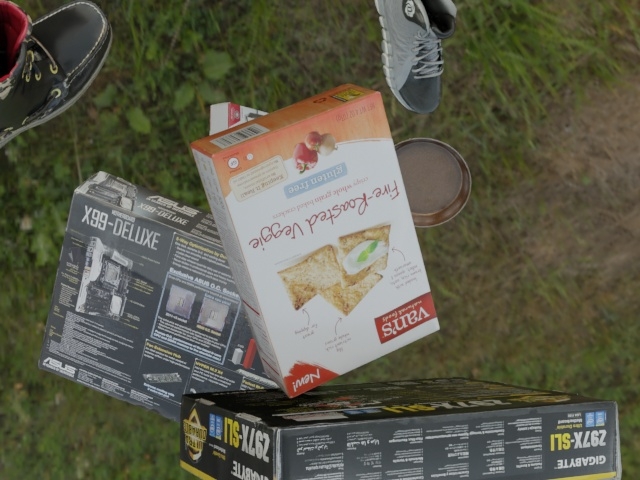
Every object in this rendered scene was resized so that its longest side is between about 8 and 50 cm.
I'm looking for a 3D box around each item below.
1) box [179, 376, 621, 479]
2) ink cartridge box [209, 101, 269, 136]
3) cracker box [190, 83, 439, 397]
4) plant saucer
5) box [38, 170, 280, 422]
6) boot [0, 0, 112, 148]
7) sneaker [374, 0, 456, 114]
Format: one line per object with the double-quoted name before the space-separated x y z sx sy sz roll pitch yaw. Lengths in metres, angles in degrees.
"box" 0.060 0.177 0.972 0.322 0.257 0.079 0 90 -24
"ink cartridge box" -0.156 -0.215 2.151 0.056 0.099 0.135 -4 173 38
"cracker box" 0.000 0.000 0.930 0.156 0.067 0.232 -24 113 -17
"plant saucer" 0.177 -0.104 1.861 0.169 0.029 0.168 4 116 7
"box" -0.153 0.087 1.225 0.308 0.076 0.242 20 115 6
"boot" -0.441 -0.259 1.544 0.377 0.138 0.284 -41 180 -21
"sneaker" 0.145 -0.271 1.500 0.086 0.132 0.228 -29 118 -18
